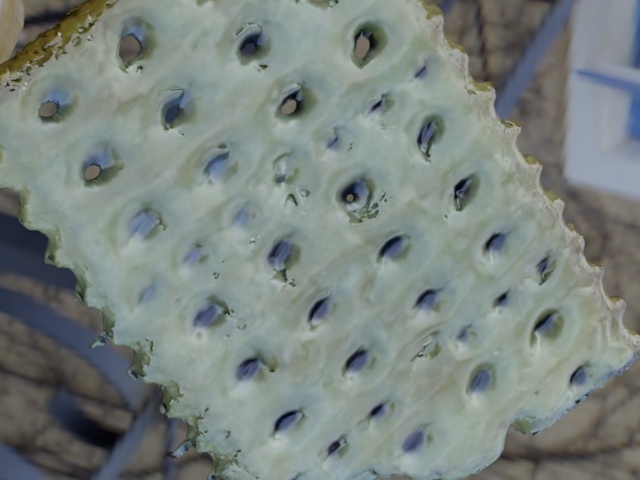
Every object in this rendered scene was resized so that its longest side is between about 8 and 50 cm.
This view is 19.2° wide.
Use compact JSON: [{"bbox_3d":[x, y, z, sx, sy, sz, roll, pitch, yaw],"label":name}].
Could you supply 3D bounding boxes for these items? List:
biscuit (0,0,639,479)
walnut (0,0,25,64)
[{"bbox_3d":[0.000,0.000,0.546,0.144,0.016,0.203,-39,115,-13],"label":"biscuit"},{"bbox_3d":[-0.290,-0.137,0.940,0.296,0.285,0.285,-51,161,8],"label":"walnut"}]
